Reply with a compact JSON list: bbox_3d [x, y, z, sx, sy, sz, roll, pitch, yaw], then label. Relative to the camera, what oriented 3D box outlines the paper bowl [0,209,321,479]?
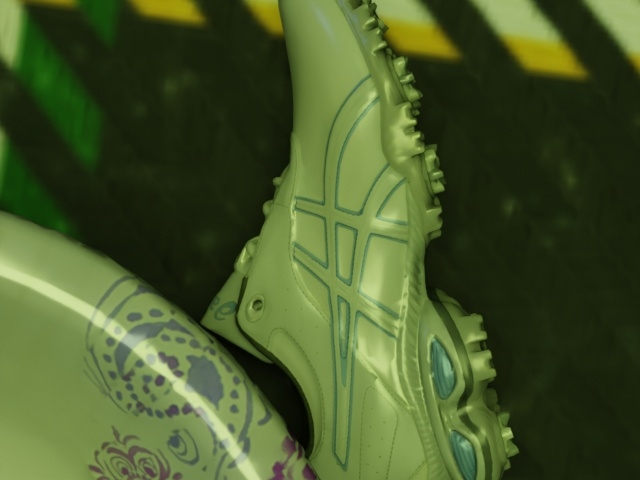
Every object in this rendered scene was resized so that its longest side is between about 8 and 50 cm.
[{"bbox_3d":[-0.132,0.133,0.505,0.284,0.148,0.284,1,81,-9],"label":"paper bowl"}]

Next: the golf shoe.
[{"bbox_3d":[0.000,0.000,0.571,0.086,0.069,0.176,-14,85,4],"label":"golf shoe"}]
